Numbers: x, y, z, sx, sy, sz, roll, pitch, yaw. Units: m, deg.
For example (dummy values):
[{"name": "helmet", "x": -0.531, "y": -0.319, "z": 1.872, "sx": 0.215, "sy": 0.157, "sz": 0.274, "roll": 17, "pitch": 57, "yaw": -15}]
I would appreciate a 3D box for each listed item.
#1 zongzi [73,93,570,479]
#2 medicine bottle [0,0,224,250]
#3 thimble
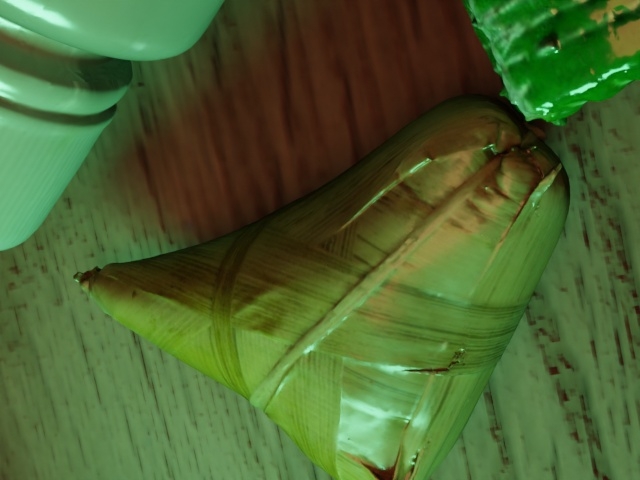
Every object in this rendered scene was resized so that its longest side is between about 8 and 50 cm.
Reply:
[{"name": "zongzi", "x": 0.000, "y": 0.000, "z": 0.869, "sx": 0.197, "sy": 0.099, "sz": 0.194, "roll": 31, "pitch": 107, "yaw": 11}, {"name": "medicine bottle", "x": -0.111, "y": -0.179, "z": 0.789, "sx": 0.208, "sy": 0.208, "sz": 0.340, "roll": 36, "pitch": 107, "yaw": 3}, {"name": "thimble", "x": 0.123, "y": -0.108, "z": 0.803, "sx": 0.130, "sy": 0.118, "sz": 0.090, "roll": -25, "pitch": 93, "yaw": -6}]
